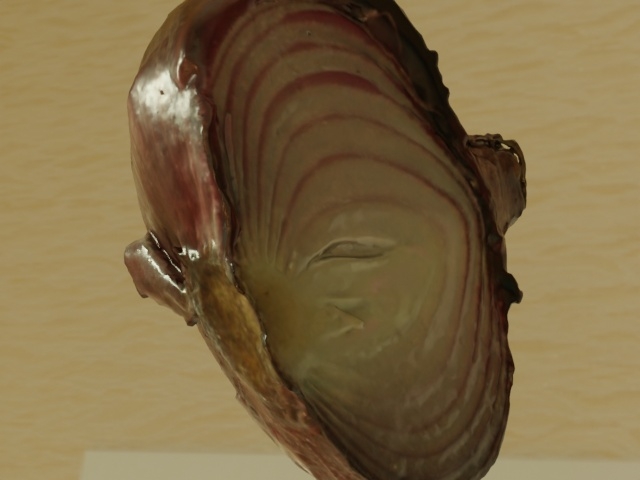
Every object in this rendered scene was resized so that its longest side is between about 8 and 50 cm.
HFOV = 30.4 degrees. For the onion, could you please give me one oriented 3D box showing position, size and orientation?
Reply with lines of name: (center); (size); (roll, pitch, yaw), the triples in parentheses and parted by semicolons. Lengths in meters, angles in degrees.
onion: (0.000, 0.000, 0.436); (0.151, 0.098, 0.206); (-32, -69, -39)
